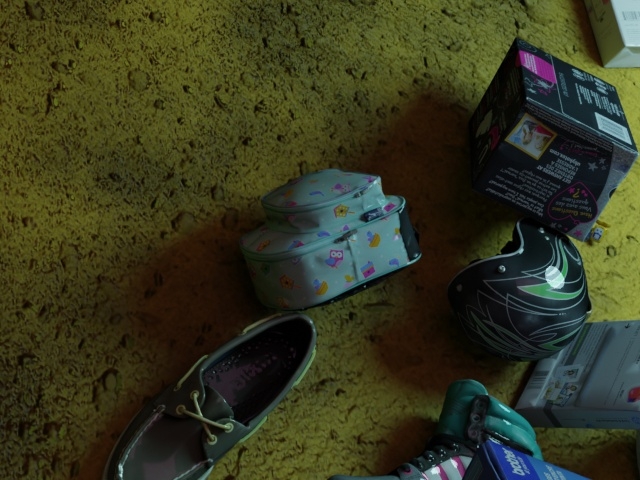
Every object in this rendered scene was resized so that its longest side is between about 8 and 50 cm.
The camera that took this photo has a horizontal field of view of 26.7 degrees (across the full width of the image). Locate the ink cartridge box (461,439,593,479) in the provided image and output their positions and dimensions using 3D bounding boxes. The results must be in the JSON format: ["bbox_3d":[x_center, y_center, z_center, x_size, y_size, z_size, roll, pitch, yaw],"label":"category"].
[{"bbox_3d":[0.246,0.395,1.431,0.395,0.151,0.270,22,102,-8],"label":"ink cartridge box"}]

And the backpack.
[{"bbox_3d":[0.000,0.000,1.591,0.188,0.166,0.144,-32,113,-21],"label":"backpack"}]

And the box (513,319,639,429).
[{"bbox_3d":[0.342,0.161,1.635,0.038,0.186,0.145,49,55,-26],"label":"box"}]

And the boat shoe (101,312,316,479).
[{"bbox_3d":[-0.120,0.185,1.507,0.109,0.091,0.305,46,59,6],"label":"boat shoe"}]

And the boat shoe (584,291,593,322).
[{"bbox_3d":[0.321,0.045,1.759,0.050,0.045,0.135,-14,71,-25],"label":"boat shoe"}]

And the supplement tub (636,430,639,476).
[{"bbox_3d":[0.583,0.251,1.642,0.331,0.241,0.241,-1,66,-20],"label":"supplement tub"}]

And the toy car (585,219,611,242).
[{"bbox_3d":[0.328,-0.026,1.793,0.122,0.060,0.040,23,92,0],"label":"toy car"}]

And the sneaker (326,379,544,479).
[{"bbox_3d":[0.137,0.247,1.549,0.295,0.124,0.178,11,67,-23],"label":"sneaker"}]

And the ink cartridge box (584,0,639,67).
[{"bbox_3d":[0.455,-0.355,1.987,0.115,0.067,0.198,-2,68,-21],"label":"ink cartridge box"}]

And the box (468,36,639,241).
[{"bbox_3d":[0.290,-0.130,1.717,0.163,0.142,0.247,25,26,-7],"label":"box"}]

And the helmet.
[{"bbox_3d":[0.243,0.069,1.655,0.169,0.169,0.161,32,45,-3],"label":"helmet"}]
